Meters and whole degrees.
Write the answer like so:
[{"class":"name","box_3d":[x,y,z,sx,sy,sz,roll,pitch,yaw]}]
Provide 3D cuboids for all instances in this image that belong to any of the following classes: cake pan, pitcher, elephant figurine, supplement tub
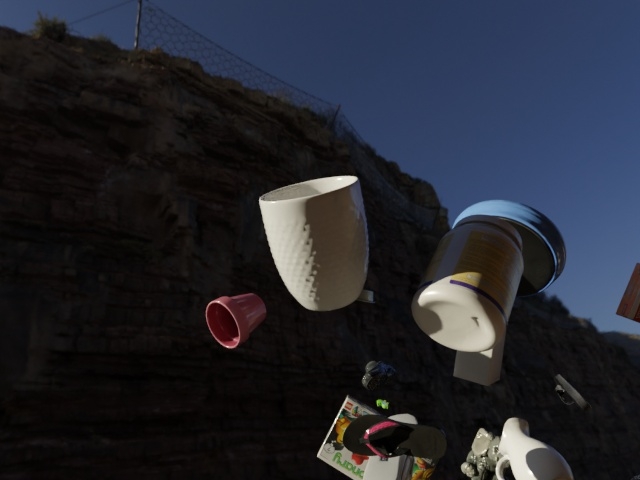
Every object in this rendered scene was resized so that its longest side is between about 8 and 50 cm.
[{"class":"cake pan","box_3d":[0.120,0.235,2.144,0.293,0.054,0.293,13,-4,1]},{"class":"pitcher","box_3d":[0.530,0.585,1.159,0.126,0.177,0.207,16,9,-11]},{"class":"elephant figurine","box_3d":[0.590,0.709,1.515,0.170,0.186,0.239,1,-60,-32]},{"class":"supplement tub","box_3d":[0.413,0.109,1.251,0.241,0.331,0.241,22,-38,18]}]

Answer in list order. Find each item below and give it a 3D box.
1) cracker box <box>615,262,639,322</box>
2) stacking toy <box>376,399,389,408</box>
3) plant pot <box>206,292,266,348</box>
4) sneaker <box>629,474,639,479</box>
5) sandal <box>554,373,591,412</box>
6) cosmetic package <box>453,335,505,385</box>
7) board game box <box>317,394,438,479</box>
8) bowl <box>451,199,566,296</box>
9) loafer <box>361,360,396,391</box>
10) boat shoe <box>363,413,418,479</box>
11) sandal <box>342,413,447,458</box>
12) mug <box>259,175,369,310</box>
[{"class":"cracker box","box_3d":[0.941,0.172,1.210,0.232,0.155,0.067,21,3,6]},{"class":"stacking toy","box_3d":[0.282,0.716,1.697,0.052,0.221,0.166,-19,-66,-26]},{"class":"plant pot","box_3d":[-0.324,0.303,1.828,0.180,0.201,0.201,-24,-8,-47]},{"class":"sneaker","box_3d":[1.013,0.852,1.486,0.132,0.086,0.228,-35,-21,-32]},{"class":"sandal","box_3d":[0.828,0.514,1.532,0.054,0.097,0.254,-42,-16,9]},{"class":"cosmetic package","box_3d":[0.690,0.410,1.947,0.155,0.365,0.197,6,-2,35]},{"class":"board game box","box_3d":[0.169,0.613,1.320,0.305,0.192,0.053,27,-4,11]},{"class":"bowl","box_3d":[0.639,0.041,1.596,0.391,0.077,0.391,25,-40,23]},{"class":"loafer","box_3d":[0.173,0.425,1.449,0.076,0.078,0.223,-59,-26,6]},{"class":"boat shoe","box_3d":[0.162,0.482,0.990,0.096,0.088,0.267,-8,11,19]},{"class":"sandal","box_3d":[0.117,0.329,0.756,0.179,0.067,0.040,-7,-9,24]},{"class":"mug","box_3d":[0.000,0.000,1.311,0.276,0.327,0.374,-11,15,3]}]
